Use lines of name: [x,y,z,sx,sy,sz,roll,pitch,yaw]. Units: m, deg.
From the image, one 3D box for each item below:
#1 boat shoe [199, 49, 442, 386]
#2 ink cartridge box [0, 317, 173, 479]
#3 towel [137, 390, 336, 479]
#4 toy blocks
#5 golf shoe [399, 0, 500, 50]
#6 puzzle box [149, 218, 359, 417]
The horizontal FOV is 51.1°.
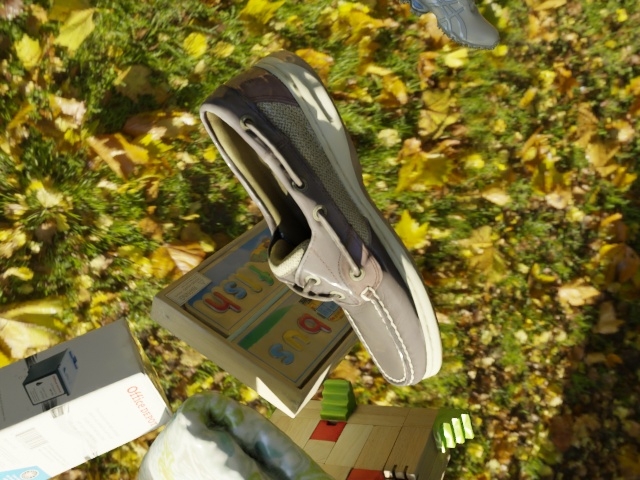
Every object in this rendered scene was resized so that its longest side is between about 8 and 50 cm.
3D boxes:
boat shoe: [0.000,0.000,0.518,0.092,0.103,0.285,-33,106,-24]
ink cartridge box: [-0.277,0.183,0.737,0.191,0.082,0.139,-23,145,-13]
towel: [-0.037,0.336,0.746,0.374,0.320,0.090,41,52,2]
toy blocks: [0.023,0.371,1.030,0.261,0.382,0.190,-49,129,-54]
golf shoe: [0.199,-0.348,0.976,0.176,0.086,0.069,31,44,-7]
puzzle box: [-0.044,0.085,1.112,0.272,0.052,0.409,31,37,13]
